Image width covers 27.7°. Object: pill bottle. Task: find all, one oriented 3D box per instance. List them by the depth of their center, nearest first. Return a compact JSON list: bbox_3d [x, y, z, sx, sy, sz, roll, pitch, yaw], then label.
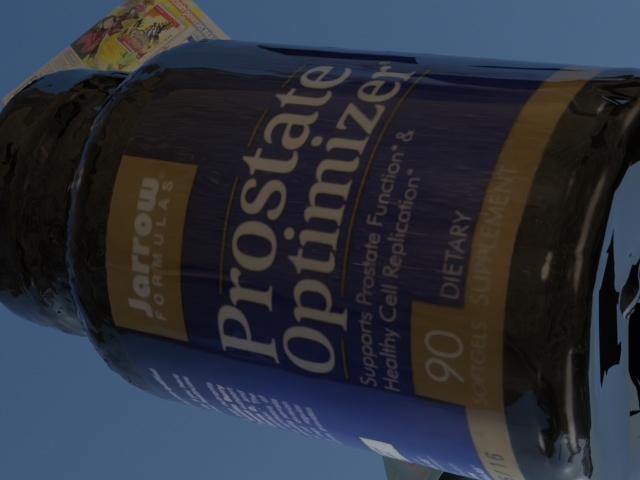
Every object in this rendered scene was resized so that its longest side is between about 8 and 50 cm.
[{"bbox_3d":[0.000,0.000,0.408,0.123,0.219,0.122,-21,-65,-55],"label":"pill bottle"}]

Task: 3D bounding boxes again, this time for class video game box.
[{"bbox_3d":[-0.156,-0.117,1.090,0.187,0.048,0.205,-41,-134,-1],"label":"video game box"}]

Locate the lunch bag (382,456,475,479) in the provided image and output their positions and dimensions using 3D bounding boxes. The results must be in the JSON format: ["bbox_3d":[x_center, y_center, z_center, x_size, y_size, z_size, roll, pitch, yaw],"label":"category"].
[{"bbox_3d":[0.156,0.122,0.877,0.160,0.223,0.262,-22,-124,-40],"label":"lunch bag"}]
